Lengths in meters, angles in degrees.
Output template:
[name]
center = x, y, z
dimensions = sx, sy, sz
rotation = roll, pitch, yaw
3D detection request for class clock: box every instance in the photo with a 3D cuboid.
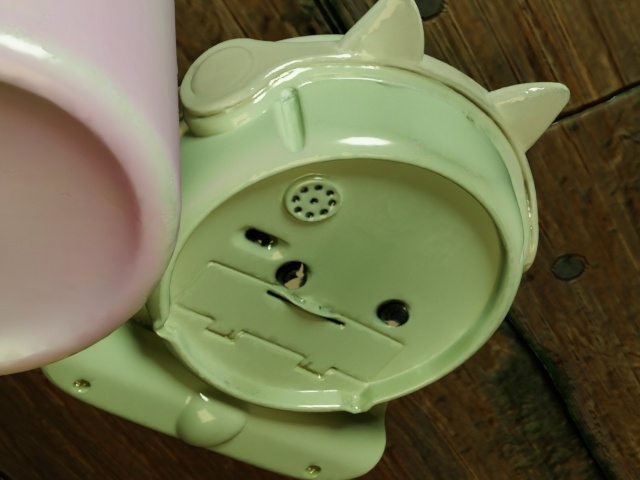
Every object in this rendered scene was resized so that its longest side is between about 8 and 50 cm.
[clock]
center = 0.000, 0.000, 0.858
dimensions = 0.265, 0.108, 0.324
rotation = 25, 124, -27

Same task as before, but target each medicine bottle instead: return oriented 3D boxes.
[medicine bottle]
center = -0.153, -0.099, 0.621
dimensions = 0.178, 0.290, 0.178
rotation = -4, 132, -5
